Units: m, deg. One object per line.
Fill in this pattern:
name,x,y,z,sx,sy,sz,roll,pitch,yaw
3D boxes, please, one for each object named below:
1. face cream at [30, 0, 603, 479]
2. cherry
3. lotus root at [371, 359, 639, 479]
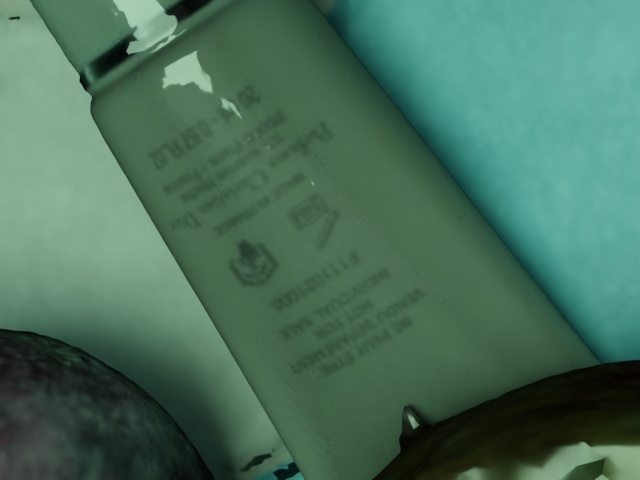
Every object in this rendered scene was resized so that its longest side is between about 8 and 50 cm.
face cream,0.000,0.000,0.709,0.143,0.089,0.314,-32,95,20
cherry,-0.128,0.122,0.727,0.195,0.195,0.195,3,100,21
lotus root,0.125,0.239,0.664,0.375,0.111,0.390,17,111,11
